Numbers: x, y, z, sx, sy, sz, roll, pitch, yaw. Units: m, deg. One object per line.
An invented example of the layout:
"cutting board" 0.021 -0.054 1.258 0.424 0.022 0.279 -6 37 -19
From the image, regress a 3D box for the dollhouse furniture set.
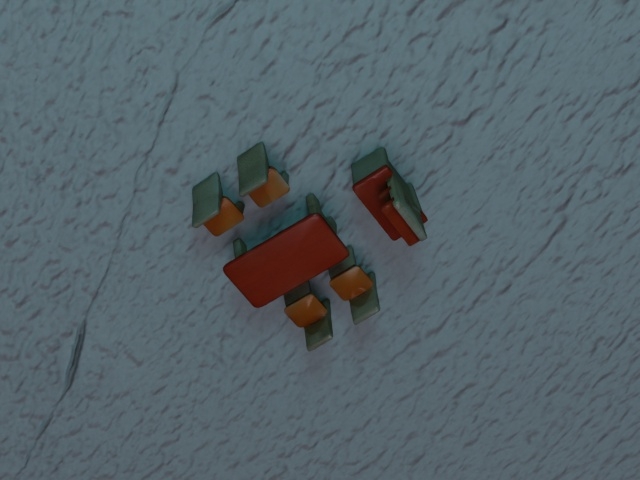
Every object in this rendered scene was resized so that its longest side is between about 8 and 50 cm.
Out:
"dollhouse furniture set" 0.000 0.000 1.485 0.259 0.135 0.262 -31 120 16
